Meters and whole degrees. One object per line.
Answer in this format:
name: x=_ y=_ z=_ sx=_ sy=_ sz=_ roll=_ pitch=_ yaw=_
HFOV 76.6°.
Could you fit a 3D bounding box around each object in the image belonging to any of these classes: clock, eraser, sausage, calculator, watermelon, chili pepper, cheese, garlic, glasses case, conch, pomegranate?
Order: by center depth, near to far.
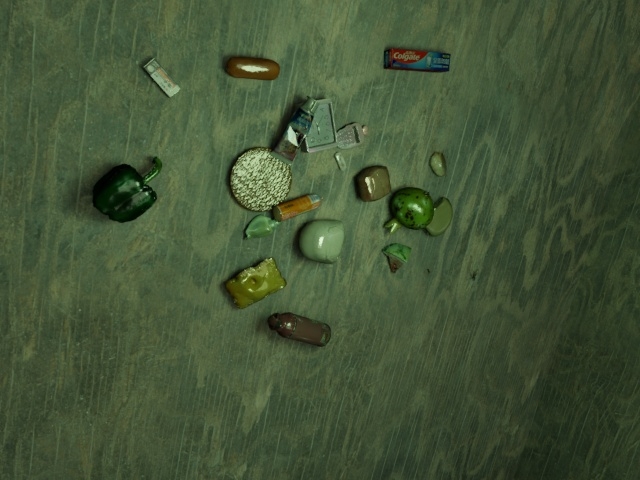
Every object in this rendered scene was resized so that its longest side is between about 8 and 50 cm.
chili pepper: x=-0.633 y=-0.183 z=1.367 sx=0.261 sy=0.165 sz=0.174 roll=-46 pitch=106 yaw=-11
eraser: x=-0.542 y=-0.554 z=1.384 sx=0.052 sy=0.029 sz=0.122 roll=-44 pitch=117 yaw=-9
sausage: x=-0.247 y=-0.631 z=1.485 sx=0.197 sy=0.076 sz=0.076 roll=-5 pitch=106 yaw=-24
clock: x=-0.014 y=-0.468 z=1.649 sx=0.150 sy=0.063 sz=0.197 roll=-17 pitch=110 yaw=-21
conch: x=-0.230 y=-0.059 z=1.651 sx=0.180 sy=0.065 sz=0.088 roll=-25 pitch=114 yaw=-14
sausage: x=-0.084 y=-0.144 z=1.685 sx=0.234 sy=0.071 sz=0.071 roll=-23 pitch=113 yaw=-30
cheese: x=0.000 y=0.000 z=1.729 sx=0.189 sy=0.154 sz=0.198 roll=6 pitch=97 yaw=-46
calculator: x=0.135 y=-0.452 z=1.750 sx=0.166 sy=0.024 sz=0.103 roll=-24 pitch=113 yaw=-16
glasses case: x=0.087 y=-0.343 z=1.756 sx=0.032 sy=0.021 sz=0.083 roll=-31 pitch=115 yaw=-13
pomegranate: x=0.410 y=-0.134 z=1.886 sx=0.211 sy=0.211 sz=0.263 roll=29 pitch=122 yaw=-29
garlic: x=0.584 y=-0.359 z=1.971 sx=0.084 sy=0.066 sz=0.152 roll=-32 pitch=113 yaw=-18
watermelon: x=0.394 y=0.089 z=1.980 sx=0.098 sy=0.121 sz=0.158 roll=-43 pitch=124 yaw=-35
cheese: x=0.579 y=-0.124 z=2.020 sx=0.175 sy=0.091 sz=0.202 roll=43 pitch=82 yaw=-28

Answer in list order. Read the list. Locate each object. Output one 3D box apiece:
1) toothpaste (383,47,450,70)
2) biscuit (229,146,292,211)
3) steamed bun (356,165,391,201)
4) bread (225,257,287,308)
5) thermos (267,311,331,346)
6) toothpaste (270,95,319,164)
toothpaste: x=0.427 y=-0.789 z=1.781 sx=0.320 sy=0.066 sz=0.076 roll=-8 pitch=107 yaw=-25
biscuit: x=-0.236 y=-0.242 z=1.615 sx=0.262 sy=0.037 sz=0.262 roll=-7 pitch=106 yaw=-25
steamed bun: x=0.234 y=-0.258 z=1.810 sx=0.175 sy=0.106 sz=0.145 roll=-27 pitch=109 yaw=-33
bread: x=-0.272 y=0.173 z=1.684 sx=0.233 sy=0.088 sz=0.160 roll=-29 pitch=109 yaw=-14
thermos: x=-0.103 y=0.373 z=1.777 sx=0.109 sy=0.136 sz=0.330 roll=-43 pitch=136 yaw=20
toothpaste: x=-0.093 y=-0.426 z=1.571 sx=0.096 sy=0.061 sz=0.266 roll=25 pitch=105 yaw=-24
